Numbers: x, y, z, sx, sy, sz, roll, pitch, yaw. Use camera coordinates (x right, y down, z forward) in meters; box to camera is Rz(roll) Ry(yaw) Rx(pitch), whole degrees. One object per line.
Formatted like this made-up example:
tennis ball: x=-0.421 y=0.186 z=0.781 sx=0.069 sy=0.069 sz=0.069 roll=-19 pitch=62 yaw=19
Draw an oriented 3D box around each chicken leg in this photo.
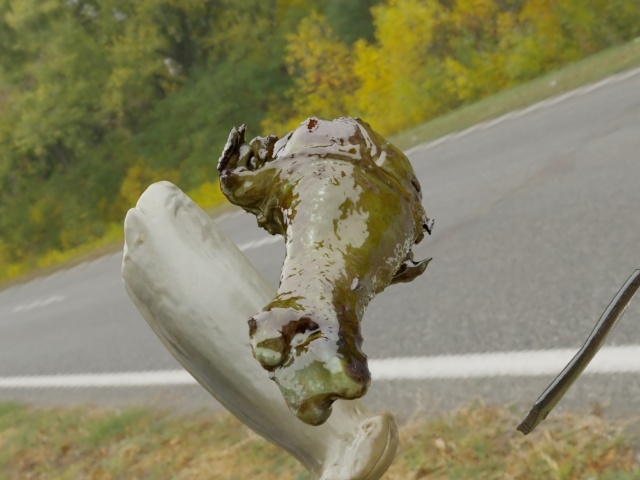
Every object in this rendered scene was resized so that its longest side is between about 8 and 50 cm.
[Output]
chicken leg: x=-0.004 y=-0.015 z=0.921 sx=0.140 sy=0.211 sz=0.361 roll=-58 pitch=-2 yaw=27

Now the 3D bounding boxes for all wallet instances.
wallet: x=0.343 y=0.148 z=1.398 sx=0.244 sy=0.025 sz=0.124 roll=-46 pitch=-19 yaw=-21

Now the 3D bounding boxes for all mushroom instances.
mushroom: x=-0.082 y=0.122 z=1.196 sx=0.137 sy=0.407 sz=0.154 roll=-22 pitch=-26 yaw=-49
